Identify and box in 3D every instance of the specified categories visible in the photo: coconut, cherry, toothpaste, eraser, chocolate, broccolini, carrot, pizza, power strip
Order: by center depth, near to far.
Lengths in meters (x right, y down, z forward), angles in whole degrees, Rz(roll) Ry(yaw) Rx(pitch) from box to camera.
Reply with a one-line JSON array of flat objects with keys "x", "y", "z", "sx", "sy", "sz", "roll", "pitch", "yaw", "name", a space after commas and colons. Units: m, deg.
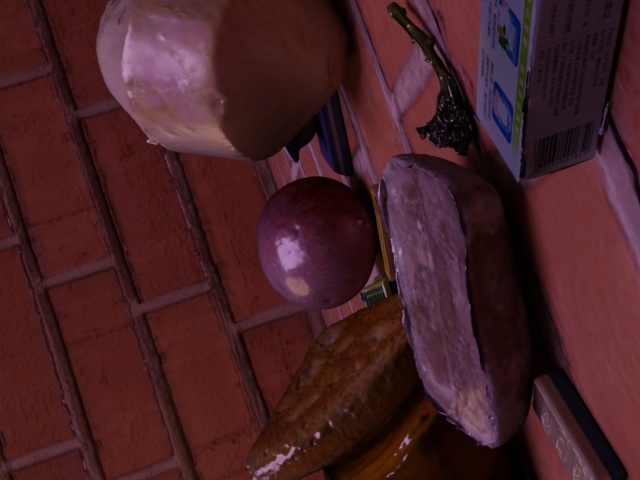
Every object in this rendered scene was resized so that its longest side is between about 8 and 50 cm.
[{"x": 0.137, "y": -0.176, "z": 0.529, "sx": 0.337, "sy": 0.067, "sz": 0.081, "roll": 81, "pitch": 169, "yaw": -52, "name": "toothpaste"}, {"x": 0.236, "y": 0.182, "z": 0.849, "sx": 0.056, "sy": 0.032, "sz": 0.123, "roll": 81, "pitch": 169, "yaw": -49, "name": "power strip"}, {"x": 0.112, "y": -0.173, "z": 0.912, "sx": 0.052, "sy": 0.054, "sz": 0.194, "roll": -46, "pitch": 51, "yaw": 48, "name": "broccolini"}, {"x": 0.148, "y": 0.053, "z": 0.922, "sx": 0.185, "sy": 0.100, "sz": 0.303, "roll": -136, "pitch": 28, "yaw": -65, "name": "chocolate"}, {"x": 0.043, "y": 0.186, "z": 1.118, "sx": 0.087, "sy": 0.268, "sz": 0.257, "roll": 45, "pitch": 141, "yaw": -11, "name": "pizza"}, {"x": 0.131, "y": 0.305, "z": 1.157, "sx": 0.241, "sy": 0.241, "sz": 0.341, "roll": -134, "pitch": 24, "yaw": -74, "name": "carrot"}, {"x": -0.128, "y": -0.280, "z": 1.304, "sx": 0.352, "sy": 0.352, "sz": 0.353, "roll": 161, "pitch": 90, "yaw": -83, "name": "coconut"}, {"x": 0.011, "y": -0.212, "z": 1.544, "sx": 0.082, "sy": 0.036, "sz": 0.225, "roll": -120, "pitch": 13, "yaw": -52, "name": "eraser"}, {"x": -0.009, "y": 0.002, "z": 1.571, "sx": 0.239, "sy": 0.206, "sz": 0.240, "roll": -8, "pitch": -90, "yaw": -90, "name": "cherry"}]

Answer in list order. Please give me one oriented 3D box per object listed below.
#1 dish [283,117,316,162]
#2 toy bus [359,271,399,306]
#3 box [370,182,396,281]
[{"x": -0.094, "y": -0.232, "z": 1.581, "sx": 0.236, "sy": 0.086, "sz": 0.228, "roll": -17, "pitch": -92, "yaw": -56, "name": "dish"}, {"x": 0.118, "y": 0.090, "z": 1.310, "sx": 0.175, "sy": 0.088, "sz": 0.101, "roll": 138, "pitch": 115, "yaw": -80, "name": "toy bus"}, {"x": 0.108, "y": -0.018, "z": 1.150, "sx": 0.020, "sy": 0.073, "sz": 0.149, "roll": -120, "pitch": 12, "yaw": -51, "name": "box"}]
